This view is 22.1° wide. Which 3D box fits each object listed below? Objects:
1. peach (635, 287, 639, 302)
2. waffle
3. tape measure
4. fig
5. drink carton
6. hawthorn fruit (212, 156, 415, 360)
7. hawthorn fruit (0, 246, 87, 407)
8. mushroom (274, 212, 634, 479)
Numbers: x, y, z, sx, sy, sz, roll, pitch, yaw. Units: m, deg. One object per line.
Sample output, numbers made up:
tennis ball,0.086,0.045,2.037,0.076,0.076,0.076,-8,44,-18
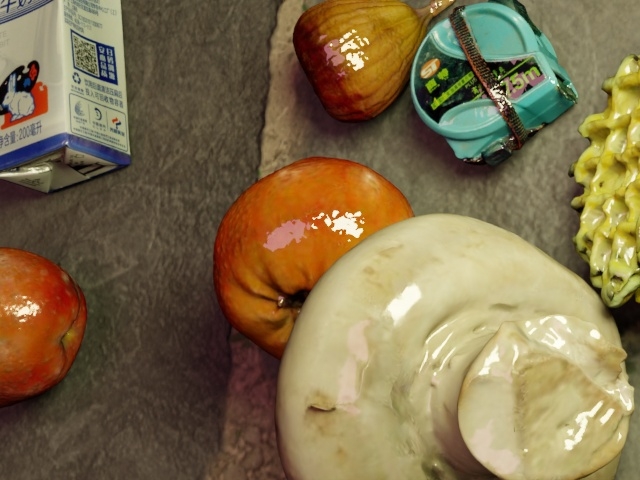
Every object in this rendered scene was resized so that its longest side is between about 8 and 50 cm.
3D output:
peach,0.314,0.009,1.264,0.151,0.118,0.151,23,120,47
waffle,0.261,-0.068,1.275,0.204,0.054,0.223,-96,29,-52
tape measure,0.144,-0.140,1.437,0.125,0.081,0.146,-35,61,21
fig,0.044,-0.178,1.524,0.119,0.153,0.119,36,143,33
drink carton,-0.288,-0.219,1.753,0.130,0.106,0.315,-17,69,30
hawthorn fruit,0.000,0.000,1.454,0.196,0.196,0.225,-37,24,24
hawthorn fruit,-0.321,0.085,1.676,0.173,0.173,0.173,-8,75,34
mushroom,0.123,0.131,1.249,0.290,0.297,0.298,9,85,63
